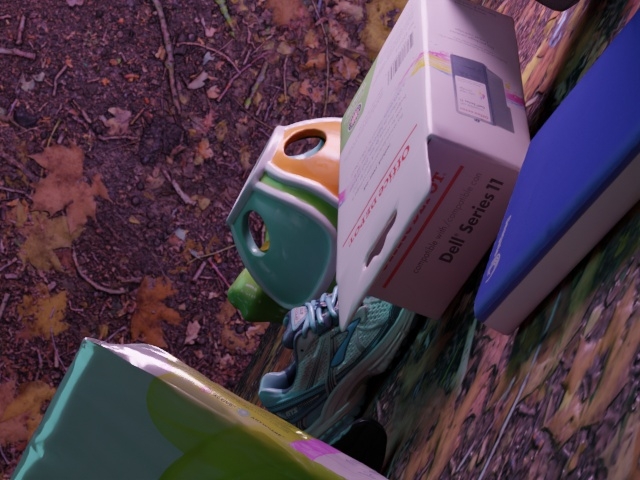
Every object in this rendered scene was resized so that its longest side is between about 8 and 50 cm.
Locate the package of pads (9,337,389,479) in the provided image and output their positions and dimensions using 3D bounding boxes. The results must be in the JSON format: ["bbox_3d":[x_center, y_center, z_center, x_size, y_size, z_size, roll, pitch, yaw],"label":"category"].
[{"bbox_3d":[-0.065,0.215,0.943,0.229,0.296,0.101,-62,-18,-3],"label":"package of pads"}]

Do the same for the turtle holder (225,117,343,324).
[{"bbox_3d":[0.009,-0.018,1.868,0.243,0.227,0.320,-64,5,-16],"label":"turtle holder"}]

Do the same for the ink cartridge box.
[{"bbox_3d":[0.109,-0.071,1.533,0.353,0.119,0.207,-87,22,-50],"label":"ink cartridge box"}]

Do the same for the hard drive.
[{"bbox_3d":[0.220,-0.088,1.131,0.319,0.040,0.210,-56,8,52],"label":"hard drive"}]

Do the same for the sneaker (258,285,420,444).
[{"bbox_3d":[0.024,0.100,1.676,0.283,0.122,0.110,-60,5,22],"label":"sneaker"}]

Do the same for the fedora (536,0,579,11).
[{"bbox_3d":[0.259,-0.333,1.584,0.275,0.124,0.244,-55,5,-15],"label":"fedora"}]

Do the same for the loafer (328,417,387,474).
[{"bbox_3d":[0.012,0.232,1.449,0.170,0.062,0.061,-59,1,18],"label":"loafer"}]
